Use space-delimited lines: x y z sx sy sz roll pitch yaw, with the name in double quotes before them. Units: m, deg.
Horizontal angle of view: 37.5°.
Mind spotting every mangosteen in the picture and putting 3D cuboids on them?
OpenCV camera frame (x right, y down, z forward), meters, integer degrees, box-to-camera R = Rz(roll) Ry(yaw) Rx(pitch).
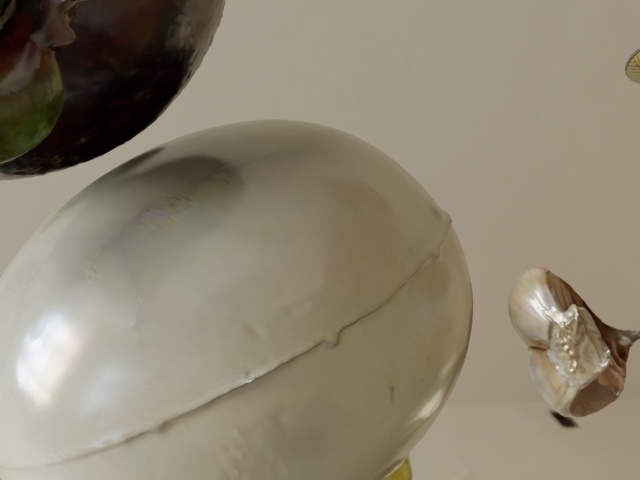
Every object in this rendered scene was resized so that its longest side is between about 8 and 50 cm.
"mangosteen" -0.200 -0.180 0.549 0.306 0.359 0.306 -2 -78 -11

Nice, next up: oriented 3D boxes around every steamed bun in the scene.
"steamed bun" -0.068 0.072 0.709 0.374 0.334 0.334 -28 -54 -23

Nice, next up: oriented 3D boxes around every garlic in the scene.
"garlic" 0.275 0.109 1.047 0.099 0.174 0.124 -16 -13 -45

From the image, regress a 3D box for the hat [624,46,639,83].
"hat" 0.559 -0.248 1.397 0.193 0.082 0.193 -10 -19 -3
